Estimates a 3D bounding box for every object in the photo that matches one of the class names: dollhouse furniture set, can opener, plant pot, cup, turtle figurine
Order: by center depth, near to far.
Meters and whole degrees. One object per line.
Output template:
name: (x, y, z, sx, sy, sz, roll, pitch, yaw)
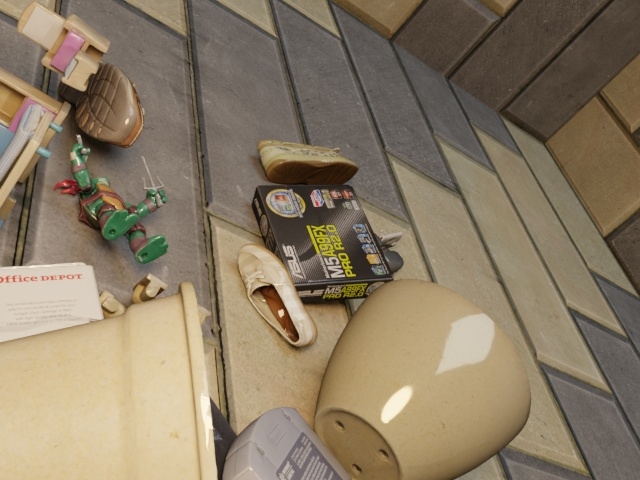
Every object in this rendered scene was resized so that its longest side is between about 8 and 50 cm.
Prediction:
plant pot: (-0.257, 0.216, 0.725, 0.305, 0.334, 0.334, -4, 45, -13)
dollhouse furniture set: (-0.452, -0.173, 1.068, 0.198, 0.286, 0.303, 31, 19, -22)
dollhouse furniture set: (-0.273, 0.137, 1.153, 0.144, 0.123, 0.151, 36, 63, -14)
cup: (0.127, 0.261, 1.251, 0.331, 0.331, 0.237, 47, 49, 7)
turtle figurine: (-0.327, -0.065, 1.265, 0.175, 0.118, 0.234, 21, 21, -42)
can opener: (0.109, 0.026, 1.761, 0.280, 0.074, 0.093, -5, 54, -55)

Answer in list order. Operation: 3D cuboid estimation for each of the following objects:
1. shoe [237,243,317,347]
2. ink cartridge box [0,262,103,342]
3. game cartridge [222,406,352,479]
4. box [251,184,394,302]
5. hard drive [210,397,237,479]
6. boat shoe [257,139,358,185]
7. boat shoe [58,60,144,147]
shoe: (-0.083, 0.095, 1.408, 0.219, 0.076, 0.058, 54, 24, 15)
ink cartridge box: (-0.338, 0.127, 0.978, 0.139, 0.082, 0.191, -3, 47, -26)
game cartridge: (-0.035, 0.326, 1.077, 0.196, 0.060, 0.294, 54, 8, 4)
box: (0.000, 0.000, 1.585, 0.216, 0.060, 0.270, -1, 47, -23)
hard drive: (-0.134, 0.306, 1.022, 0.255, 0.054, 0.172, 53, 10, 20)
boat shoe: (-0.023, -0.184, 1.847, 0.285, 0.104, 0.089, 4, 49, -50)
boat shoe: (-0.361, -0.240, 1.403, 0.116, 0.123, 0.324, 35, 9, -39)
